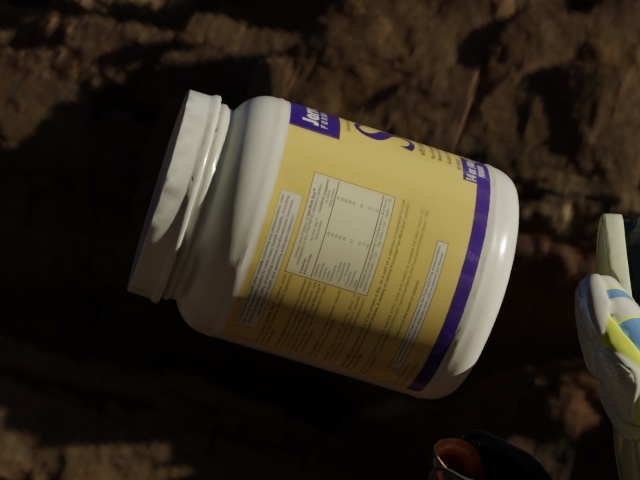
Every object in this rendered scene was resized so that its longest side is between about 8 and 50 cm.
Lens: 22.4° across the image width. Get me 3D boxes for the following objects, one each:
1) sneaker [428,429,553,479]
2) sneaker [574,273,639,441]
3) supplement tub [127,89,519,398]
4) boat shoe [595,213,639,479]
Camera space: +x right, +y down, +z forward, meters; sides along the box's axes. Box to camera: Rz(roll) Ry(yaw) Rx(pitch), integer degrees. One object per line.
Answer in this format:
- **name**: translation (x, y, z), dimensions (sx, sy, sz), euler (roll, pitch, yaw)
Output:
- **sneaker**: translation (0.111, 0.270, 1.521), dimensions (0.321, 0.124, 0.180), euler (-11, -74, 31)
- **sneaker**: translation (0.271, 0.116, 1.115), dimensions (0.126, 0.240, 0.091), euler (-24, -12, -2)
- **supplement tub**: translation (0.000, 0.000, 1.567), dimensions (0.331, 0.241, 0.241), euler (17, -41, -8)
- **boat shoe**: translation (0.325, 0.116, 1.501), dimensions (0.113, 0.340, 0.127), euler (0, -45, 1)
